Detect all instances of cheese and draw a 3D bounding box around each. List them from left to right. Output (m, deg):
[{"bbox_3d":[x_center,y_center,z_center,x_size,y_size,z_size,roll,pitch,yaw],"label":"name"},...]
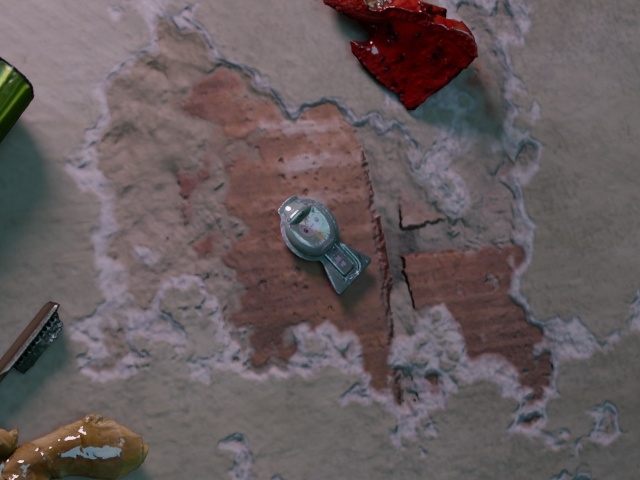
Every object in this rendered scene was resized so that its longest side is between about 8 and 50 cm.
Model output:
[{"bbox_3d":[0.000,0.000,1.361,0.120,0.026,0.067,47,71,-9],"label":"cheese"}]

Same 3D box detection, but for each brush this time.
[{"bbox_3d":[-0.323,0.142,1.221,0.027,0.034,0.190,47,68,-26],"label":"brush"}]

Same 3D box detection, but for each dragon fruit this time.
[{"bbox_3d":[0.085,-0.253,1.421,0.192,0.122,0.092,29,34,-11],"label":"dragon fruit"}]

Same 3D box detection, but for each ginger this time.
[{"bbox_3d":[-0.277,0.250,1.210,0.214,0.059,0.133,-5,76,-22],"label":"ginger"}]

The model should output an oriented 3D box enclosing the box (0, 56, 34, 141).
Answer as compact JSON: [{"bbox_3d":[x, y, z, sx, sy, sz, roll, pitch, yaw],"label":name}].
[{"bbox_3d":[-0.432,-0.048,1.167,0.134,0.097,0.345,34,73,-2],"label":"box"}]
